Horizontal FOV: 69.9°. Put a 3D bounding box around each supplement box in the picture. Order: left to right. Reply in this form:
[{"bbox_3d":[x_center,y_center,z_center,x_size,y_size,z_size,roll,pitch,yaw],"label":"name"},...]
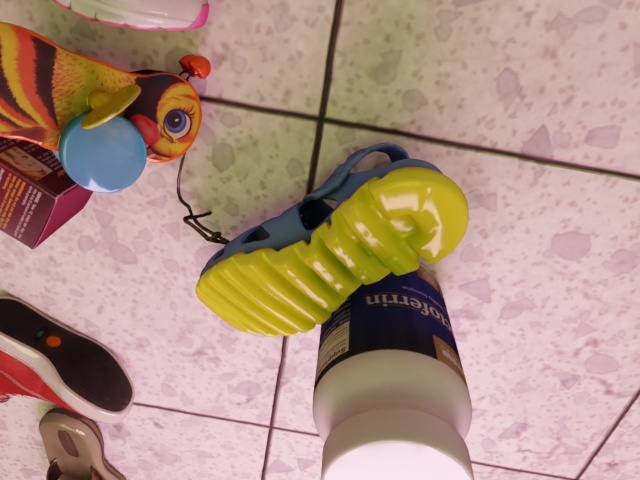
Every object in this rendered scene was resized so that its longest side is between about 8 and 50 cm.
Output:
[{"bbox_3d":[-0.347,-0.091,0.483,0.188,0.104,0.081,35,117,-14],"label":"supplement box"}]

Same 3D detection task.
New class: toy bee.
[{"bbox_3d":[-0.189,-0.128,0.439,0.195,0.298,0.162,29,91,27],"label":"toy bee"}]

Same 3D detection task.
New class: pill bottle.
[{"bbox_3d":[0.071,0.139,0.481,0.153,0.265,0.153,2,119,4],"label":"pill bottle"}]

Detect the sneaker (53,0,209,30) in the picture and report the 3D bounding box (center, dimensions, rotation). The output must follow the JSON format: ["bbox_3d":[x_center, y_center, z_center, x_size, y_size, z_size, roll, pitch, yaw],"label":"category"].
[{"bbox_3d":[-0.204,-0.265,0.375,0.252,0.103,0.111,28,119,-11],"label":"sneaker"}]

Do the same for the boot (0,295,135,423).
[{"bbox_3d":[-0.402,0.211,0.668,0.244,0.088,0.176,37,116,-6],"label":"boot"}]

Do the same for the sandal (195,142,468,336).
[{"bbox_3d":[0.000,0.000,0.489,0.317,0.138,0.126,-25,122,25],"label":"sandal"}]

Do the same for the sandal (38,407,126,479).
[{"bbox_3d":[-0.414,0.415,0.778,0.120,0.086,0.303,-4,118,7],"label":"sandal"}]
